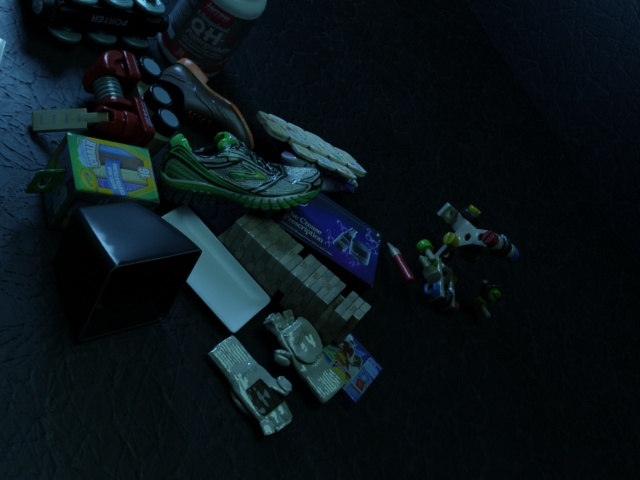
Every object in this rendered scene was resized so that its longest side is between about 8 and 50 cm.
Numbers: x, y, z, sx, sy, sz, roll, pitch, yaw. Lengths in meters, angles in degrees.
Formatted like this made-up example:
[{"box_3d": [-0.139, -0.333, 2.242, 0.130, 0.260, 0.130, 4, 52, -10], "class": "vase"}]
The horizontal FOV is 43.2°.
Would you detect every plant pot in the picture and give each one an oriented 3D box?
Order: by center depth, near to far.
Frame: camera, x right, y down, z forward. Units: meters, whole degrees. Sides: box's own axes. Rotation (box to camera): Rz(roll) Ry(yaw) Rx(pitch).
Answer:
[{"box_3d": [-0.351, 0.036, 1.405, 0.188, 0.187, 0.167, -11, 54, -47], "class": "plant pot"}]

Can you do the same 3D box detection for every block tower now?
[{"box_3d": [-0.059, 0.072, 1.669, 0.335, 0.097, 0.091, 40, 36, 7], "class": "block tower"}]

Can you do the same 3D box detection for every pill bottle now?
[{"box_3d": [-0.237, -0.547, 1.898, 0.176, 0.318, 0.176, 24, 44, -25], "class": "pill bottle"}]

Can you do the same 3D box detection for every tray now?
[{"box_3d": [-0.229, 0.057, 1.612, 0.270, 0.030, 0.145, 48, 39, 1], "class": "tray"}]

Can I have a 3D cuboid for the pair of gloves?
[{"box_3d": [-0.076, 0.244, 1.553, 0.240, 0.042, 0.204, -24, 78, -41], "class": "pair of gloves"}]

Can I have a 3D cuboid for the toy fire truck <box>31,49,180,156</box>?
[{"box_3d": [-0.443, -0.278, 1.633, 0.246, 0.158, 0.217, 11, 50, -50], "class": "toy fire truck"}]

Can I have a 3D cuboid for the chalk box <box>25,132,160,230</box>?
[{"box_3d": [-0.427, -0.100, 1.481, 0.213, 0.132, 0.132, 10, 51, -39], "class": "chalk box"}]

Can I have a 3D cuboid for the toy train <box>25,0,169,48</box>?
[{"box_3d": [-0.498, -0.534, 1.800, 0.334, 0.142, 0.190, -8, 53, -47], "class": "toy train"}]

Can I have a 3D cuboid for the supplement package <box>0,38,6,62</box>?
[{"box_3d": [-0.644, -0.201, 1.257, 0.199, 0.262, 0.198, 20, 46, -30], "class": "supplement package"}]

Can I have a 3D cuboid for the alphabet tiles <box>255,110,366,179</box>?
[{"box_3d": [-0.022, -0.235, 1.973, 0.284, 0.021, 0.278, 22, 18, -29], "class": "alphabet tiles"}]

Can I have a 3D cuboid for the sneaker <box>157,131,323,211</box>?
[{"box_3d": [-0.156, -0.142, 1.664, 0.343, 0.146, 0.134, 4, 16, -18], "class": "sneaker"}]

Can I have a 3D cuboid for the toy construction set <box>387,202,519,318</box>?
[{"box_3d": [0.308, 0.023, 2.034, 0.308, 0.257, 0.237, 6, 36, -28], "class": "toy construction set"}]

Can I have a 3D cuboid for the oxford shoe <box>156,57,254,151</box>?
[{"box_3d": [-0.264, -0.291, 1.853, 0.271, 0.097, 0.098, 46, 58, 5], "class": "oxford shoe"}]

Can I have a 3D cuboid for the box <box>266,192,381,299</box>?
[{"box_3d": [0.000, 0.000, 1.823, 0.261, 0.103, 0.184, 33, 37, -17], "class": "box"}]

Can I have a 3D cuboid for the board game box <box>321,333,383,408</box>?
[{"box_3d": [0.028, 0.235, 1.692, 0.201, 0.035, 0.136, 48, 38, 2], "class": "board game box"}]

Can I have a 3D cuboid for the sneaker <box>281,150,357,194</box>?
[{"box_3d": [-0.013, -0.136, 1.937, 0.236, 0.105, 0.095, 13, 9, -43], "class": "sneaker"}]
